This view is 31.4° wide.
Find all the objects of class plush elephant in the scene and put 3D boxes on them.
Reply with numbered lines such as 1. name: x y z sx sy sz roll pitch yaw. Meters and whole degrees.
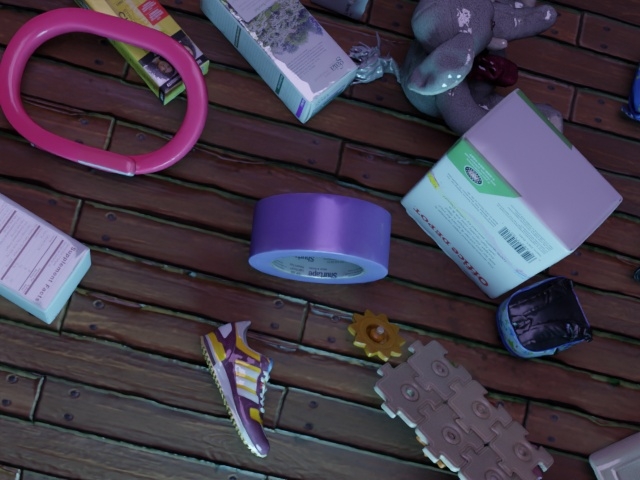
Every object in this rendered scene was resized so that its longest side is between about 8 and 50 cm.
1. plush elephant: 0.213 -0.288 1.614 0.330 0.255 0.271 0 77 -10

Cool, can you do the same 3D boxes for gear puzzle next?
1. gear puzzle: 0.154 0.228 1.560 0.339 0.044 0.175 45 41 14

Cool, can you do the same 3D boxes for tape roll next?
1. tape roll: 0.000 0.000 1.541 0.189 0.189 0.080 6 75 -9

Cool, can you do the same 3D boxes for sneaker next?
1. sneaker: -0.094 0.198 1.538 0.084 0.069 0.185 -23 83 -10

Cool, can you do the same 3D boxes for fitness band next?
1. fitness band: -0.299 -0.205 1.573 0.291 0.054 0.209 18 87 3

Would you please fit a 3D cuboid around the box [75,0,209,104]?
1. box: -0.266 -0.312 1.634 0.087 0.058 0.232 -39 86 -15

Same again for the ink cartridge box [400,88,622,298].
1. ink cartridge box: 0.250 -0.054 1.556 0.117 0.278 0.201 -42 87 -20

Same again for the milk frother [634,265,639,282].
1. milk frother: 0.533 -0.013 1.697 0.143 0.129 0.134 -9 38 16

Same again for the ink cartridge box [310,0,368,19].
1. ink cartridge box: 0.063 -0.455 1.681 0.087 0.153 0.208 20 73 -3

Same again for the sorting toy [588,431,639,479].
1. sorting toy: 0.492 0.366 1.621 0.348 0.047 0.196 -20 77 -15

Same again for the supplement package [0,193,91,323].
1. supplement package: -0.407 0.016 1.505 0.179 0.105 0.105 32 73 -2

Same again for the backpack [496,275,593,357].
1. backpack: 0.310 0.115 1.625 0.114 0.084 0.105 -16 80 -19

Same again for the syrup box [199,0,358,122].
1. syrup box: -0.062 -0.294 1.648 0.093 0.096 0.237 -41 87 -15

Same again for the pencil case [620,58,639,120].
1. pencil case: 0.625 -0.209 1.742 0.306 0.119 0.133 14 51 -7
